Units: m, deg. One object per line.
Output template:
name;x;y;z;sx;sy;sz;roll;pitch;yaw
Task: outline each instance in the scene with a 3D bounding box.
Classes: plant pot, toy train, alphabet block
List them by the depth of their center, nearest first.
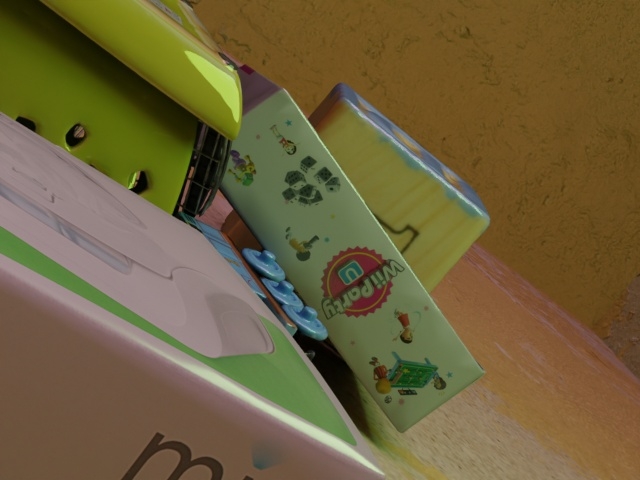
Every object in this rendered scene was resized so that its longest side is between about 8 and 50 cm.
plant pot;-0.192;-0.101;1.161;0.227;0.207;0.228;36;10;-27
toy train;-0.069;0.052;1.356;0.105;0.080;0.184;26;14;-31
alphabet block;0.032;-0.020;1.758;0.193;0.197;0.192;39;7;-5

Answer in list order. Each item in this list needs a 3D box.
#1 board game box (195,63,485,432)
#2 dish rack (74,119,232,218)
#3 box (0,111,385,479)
board game box;0.000;0.000;1.540;0.303;0.097;0.224;55;-1;-15
dish rack;-0.185;-0.131;1.384;0.271;0.074;0.208;31;-35;6
box;-0.162;0.054;0.370;0.262;0.231;0.127;34;10;-38
